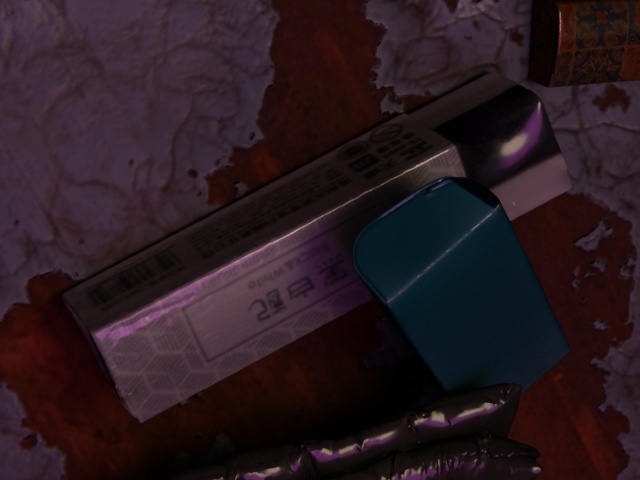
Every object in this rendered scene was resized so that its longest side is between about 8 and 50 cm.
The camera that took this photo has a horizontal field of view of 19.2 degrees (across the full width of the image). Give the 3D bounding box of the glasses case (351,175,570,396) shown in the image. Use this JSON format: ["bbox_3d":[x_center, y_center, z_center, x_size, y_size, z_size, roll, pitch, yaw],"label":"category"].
[{"bbox_3d":[0.114,0.051,1.505,0.117,0.070,0.301,-40,149,-3],"label":"glasses case"}]

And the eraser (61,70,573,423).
[{"bbox_3d":[0.000,0.000,1.507,0.404,0.098,0.096,-27,117,-12],"label":"eraser"}]

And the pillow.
[{"bbox_3d":[0.006,0.227,1.532,0.326,0.101,0.228,-12,150,-15],"label":"pillow"}]

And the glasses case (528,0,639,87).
[{"bbox_3d":[0.284,-0.175,1.598,0.218,0.049,0.075,-6,109,-21],"label":"glasses case"}]
